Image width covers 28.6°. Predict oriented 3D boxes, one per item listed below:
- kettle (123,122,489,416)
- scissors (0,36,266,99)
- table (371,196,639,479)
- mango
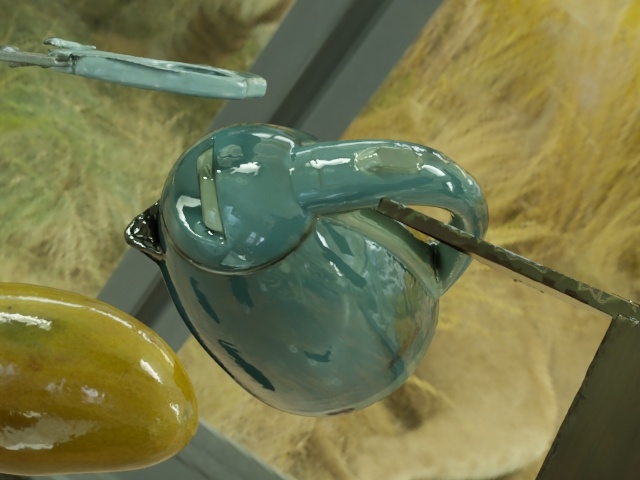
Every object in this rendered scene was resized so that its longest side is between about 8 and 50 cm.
[{"bbox_3d":[0.000,0.000,1.183,0.342,0.320,0.247,58,20,-64],"label":"kettle"},{"bbox_3d":[-0.223,-0.150,1.017,0.360,0.029,0.191,5,10,-34],"label":"scissors"},{"bbox_3d":[0.131,0.145,0.798,0.196,0.250,0.282,22,3,-44],"label":"table"},{"bbox_3d":[-0.396,0.213,1.844,0.446,0.300,0.232,14,26,0],"label":"mango"}]
